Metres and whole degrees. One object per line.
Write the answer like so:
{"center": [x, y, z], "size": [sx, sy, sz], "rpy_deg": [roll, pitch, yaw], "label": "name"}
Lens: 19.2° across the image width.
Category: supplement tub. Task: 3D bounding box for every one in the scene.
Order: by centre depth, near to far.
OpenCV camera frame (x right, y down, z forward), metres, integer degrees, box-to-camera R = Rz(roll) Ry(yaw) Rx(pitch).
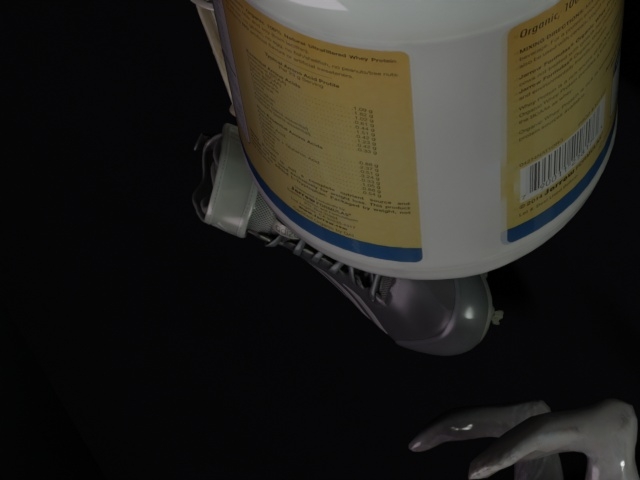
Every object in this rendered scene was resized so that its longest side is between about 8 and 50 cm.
{"center": [0.033, -0.094, 0.648], "size": [0.144, 0.144, 0.200], "rpy_deg": [47, 161, 29], "label": "supplement tub"}

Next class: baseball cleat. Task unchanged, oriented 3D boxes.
{"center": [0.000, 0.000, 0.997], "size": [0.206, 0.109, 0.072], "rpy_deg": [38, 117, 47], "label": "baseball cleat"}

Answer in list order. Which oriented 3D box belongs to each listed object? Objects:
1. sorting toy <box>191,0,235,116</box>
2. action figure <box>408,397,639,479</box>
{"center": [-0.022, -0.097, 0.996], "size": [0.075, 0.045, 0.083], "rpy_deg": [31, 152, 40], "label": "sorting toy"}
{"center": [0.178, 0.196, 0.735], "size": [0.330, 0.178, 0.341], "rpy_deg": [57, 161, 0], "label": "action figure"}
